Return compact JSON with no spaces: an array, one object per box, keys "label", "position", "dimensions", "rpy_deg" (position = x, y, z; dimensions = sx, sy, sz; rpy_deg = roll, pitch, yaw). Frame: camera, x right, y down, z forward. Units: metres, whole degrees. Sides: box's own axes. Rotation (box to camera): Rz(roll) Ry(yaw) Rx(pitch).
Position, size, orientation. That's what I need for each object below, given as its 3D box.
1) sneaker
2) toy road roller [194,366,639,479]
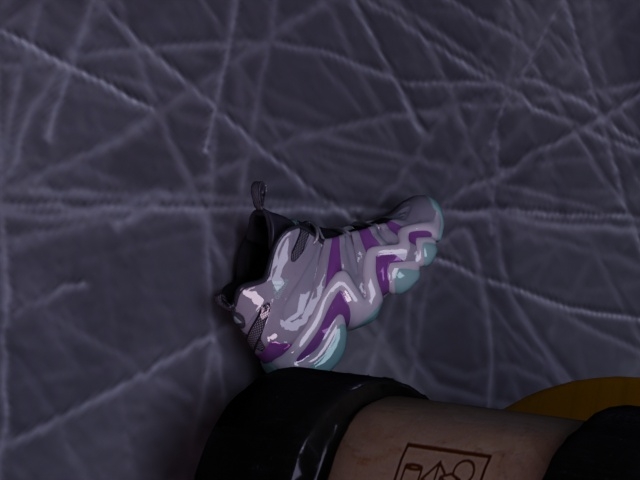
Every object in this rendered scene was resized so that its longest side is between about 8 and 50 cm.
[{"label":"sneaker","position":[0.000,0.000,0.740],"dimensions":[0.069,0.038,0.098],"rpy_deg":[51,60,-17]},{"label":"toy road roller","position":[0.079,0.207,0.671],"dimensions":[0.240,0.202,0.329],"rpy_deg":[30,70,-42]}]
